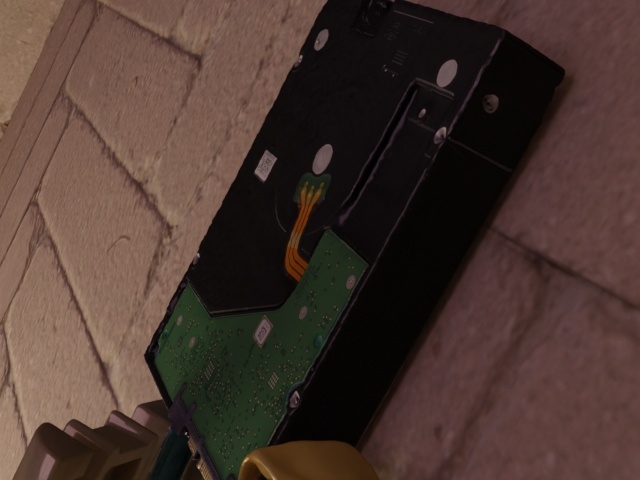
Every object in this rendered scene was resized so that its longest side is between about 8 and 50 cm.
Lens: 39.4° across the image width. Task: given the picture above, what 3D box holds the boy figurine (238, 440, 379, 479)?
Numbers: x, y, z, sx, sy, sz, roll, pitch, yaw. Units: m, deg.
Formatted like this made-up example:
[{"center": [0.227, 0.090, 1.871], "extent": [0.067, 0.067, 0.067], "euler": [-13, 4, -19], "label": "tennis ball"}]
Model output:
[{"center": [-0.012, 0.240, 0.444], "extent": [0.177, 0.092, 0.285], "euler": [-27, 50, 58], "label": "boy figurine"}]

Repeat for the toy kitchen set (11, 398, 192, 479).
[{"center": [-0.115, 0.212, 0.621], "extent": [0.166, 0.207, 0.122], "euler": [27, 94, 17], "label": "toy kitchen set"}]

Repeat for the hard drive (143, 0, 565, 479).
[{"center": [0.000, 0.000, 0.617], "extent": [0.338, 0.064, 0.237], "euler": [-61, 30, 8], "label": "hard drive"}]
